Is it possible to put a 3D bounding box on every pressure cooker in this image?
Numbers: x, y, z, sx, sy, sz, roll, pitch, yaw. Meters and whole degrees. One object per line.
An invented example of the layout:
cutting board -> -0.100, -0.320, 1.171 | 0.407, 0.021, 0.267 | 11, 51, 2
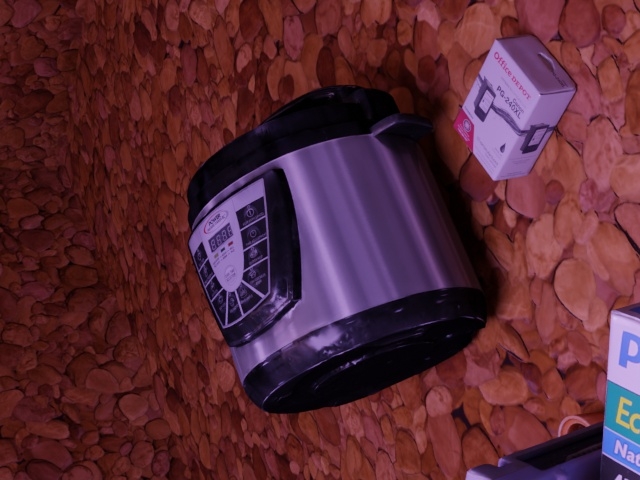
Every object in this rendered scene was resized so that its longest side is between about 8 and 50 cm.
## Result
pressure cooker -> 0.003, 0.001, 1.523 | 0.375, 0.369, 0.421 | 87, 164, -70

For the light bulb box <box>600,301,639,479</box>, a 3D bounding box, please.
light bulb box -> 0.418, 0.214, 0.843 | 0.225, 0.357, 0.361 | 23, 120, 52

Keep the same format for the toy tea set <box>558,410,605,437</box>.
toy tea set -> 0.373, 0.245, 1.179 | 0.336, 0.124, 0.200 | -46, 60, 56

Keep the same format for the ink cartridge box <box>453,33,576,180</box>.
ink cartridge box -> 0.243, -0.168, 1.341 | 0.109, 0.063, 0.150 | 60, 146, 32

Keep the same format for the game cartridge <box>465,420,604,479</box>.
game cartridge -> 0.253, 0.269, 0.922 | 0.068, 0.355, 0.230 | 13, 106, 48
